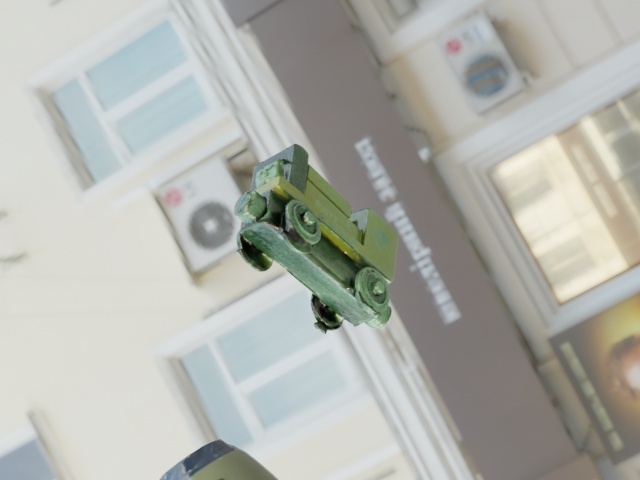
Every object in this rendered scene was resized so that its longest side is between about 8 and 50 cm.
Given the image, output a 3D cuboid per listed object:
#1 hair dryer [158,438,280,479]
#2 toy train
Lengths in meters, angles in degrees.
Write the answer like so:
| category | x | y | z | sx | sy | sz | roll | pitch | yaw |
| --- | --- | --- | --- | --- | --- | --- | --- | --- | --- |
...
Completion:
| category | x | y | z | sx | sy | sz | roll | pitch | yaw |
| --- | --- | --- | --- | --- | --- | --- | --- | --- | --- |
| hair dryer | -0.021 | 0.301 | 0.975 | 0.296 | 0.119 | 0.298 | 51 | -171 | -8 |
| toy train | 0.000 | 0.000 | 0.802 | 0.122 | 0.050 | 0.081 | 42 | -141 | -29 |
